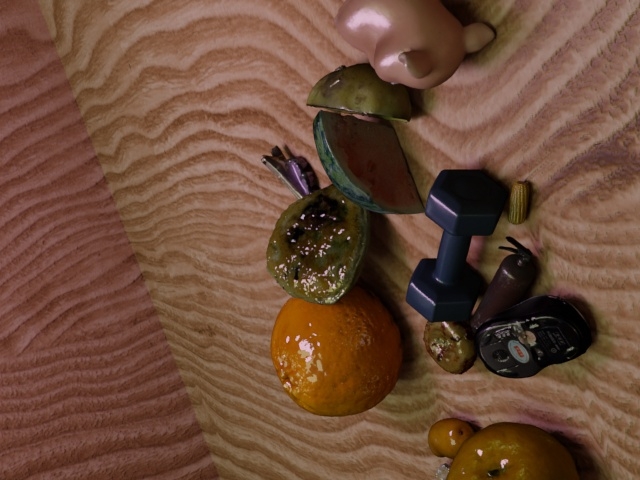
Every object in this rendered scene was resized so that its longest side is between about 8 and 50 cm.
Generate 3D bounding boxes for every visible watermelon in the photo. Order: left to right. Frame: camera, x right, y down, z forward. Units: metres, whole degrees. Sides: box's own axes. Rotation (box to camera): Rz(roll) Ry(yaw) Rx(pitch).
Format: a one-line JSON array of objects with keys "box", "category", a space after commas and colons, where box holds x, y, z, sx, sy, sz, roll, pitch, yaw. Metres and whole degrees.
[{"box": [0.099, -0.156, 2.003, 0.175, 0.256, 0.260, -19, 86, 16], "category": "watermelon"}]

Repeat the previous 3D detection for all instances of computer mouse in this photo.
[{"box": [0.407, 0.181, 1.775, 0.233, 0.096, 0.137, -21, 114, 35], "category": "computer mouse"}]

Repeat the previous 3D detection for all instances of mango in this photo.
[{"box": [0.307, 0.469, 2.185, 0.102, 0.084, 0.184, 58, 160, 6], "category": "mango"}]

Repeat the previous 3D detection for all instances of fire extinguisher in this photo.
[{"box": [0.359, 0.094, 1.824, 0.089, 0.072, 0.268, 24, 139, 7], "category": "fire extinguisher"}]

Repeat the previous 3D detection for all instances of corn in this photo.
[{"box": [0.371, -0.070, 1.734, 0.037, 0.037, 0.092, 36, 136, 41], "category": "corn"}]

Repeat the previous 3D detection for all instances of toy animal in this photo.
[{"box": [0.149, -0.380, 1.714, 0.256, 0.195, 0.213, 53, 156, 15], "category": "toy animal"}]

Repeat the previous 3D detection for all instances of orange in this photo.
[{"box": [0.028, 0.271, 2.273, 0.340, 0.293, 0.341, 36, 139, 39], "category": "orange"}, {"box": [0.396, 0.510, 1.888, 0.279, 0.279, 0.235, 32, 167, 45], "category": "orange"}]

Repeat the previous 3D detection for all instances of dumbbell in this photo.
[{"box": [0.268, 0.015, 1.852, 0.144, 0.159, 0.325, -102, 14, -45], "category": "dumbbell"}]

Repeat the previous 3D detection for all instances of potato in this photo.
[{"box": [0.084, -0.314, 1.930, 0.271, 0.160, 0.111, 20, 101, 55], "category": "potato"}]

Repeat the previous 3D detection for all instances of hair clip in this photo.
[{"box": [-0.046, -0.120, 2.335, 0.292, 0.084, 0.106, 56, 144, 7], "category": "hair clip"}]

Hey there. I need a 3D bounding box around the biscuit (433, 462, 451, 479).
[{"box": [0.345, 0.629, 2.279, 0.265, 0.040, 0.188, -19, 94, 59], "category": "biscuit"}]

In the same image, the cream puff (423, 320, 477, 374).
[{"box": [0.294, 0.216, 2.018, 0.149, 0.084, 0.149, 32, 134, 40], "category": "cream puff"}]

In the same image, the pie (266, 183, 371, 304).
[{"box": [0.000, 0.000, 2.189, 0.323, 0.070, 0.323, -20, 59, 37], "category": "pie"}]
